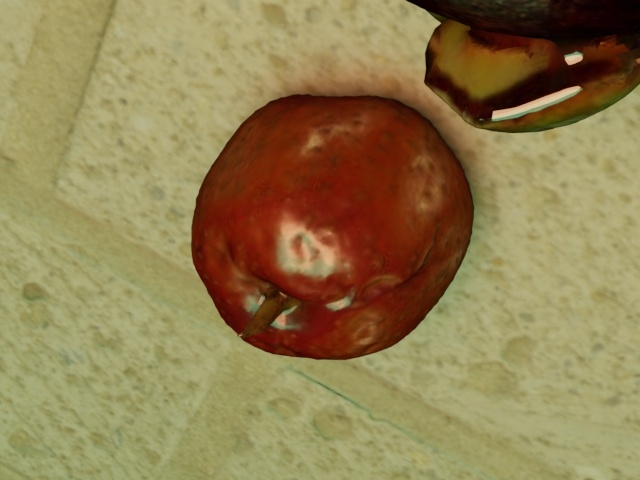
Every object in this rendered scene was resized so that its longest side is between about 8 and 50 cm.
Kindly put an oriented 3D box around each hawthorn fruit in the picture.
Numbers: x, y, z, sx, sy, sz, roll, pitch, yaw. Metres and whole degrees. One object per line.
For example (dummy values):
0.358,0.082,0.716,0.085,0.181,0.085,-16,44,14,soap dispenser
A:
0.000,0.000,0.855,0.179,0.200,0.179,13,126,18,hawthorn fruit

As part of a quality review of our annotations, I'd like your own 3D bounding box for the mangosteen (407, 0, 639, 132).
0.114,-0.220,0.600,0.311,0.311,0.311,10,128,13,mangosteen
